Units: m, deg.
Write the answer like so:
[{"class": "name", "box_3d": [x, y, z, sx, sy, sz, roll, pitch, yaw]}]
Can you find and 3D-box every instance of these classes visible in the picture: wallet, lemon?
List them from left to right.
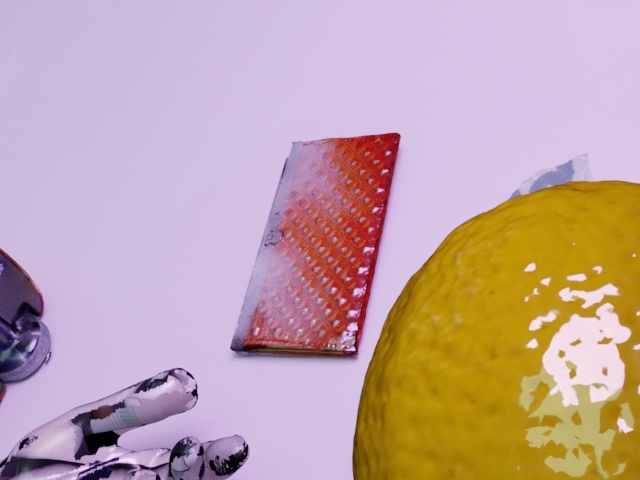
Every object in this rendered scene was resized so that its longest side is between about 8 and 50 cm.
[{"class": "wallet", "box_3d": [0.000, 0.000, 0.784, 0.103, 0.020, 0.197, -1, 57, 25]}, {"class": "lemon", "box_3d": [0.137, 0.103, 0.507, 0.267, 0.267, 0.267, -12, 53, 17]}]

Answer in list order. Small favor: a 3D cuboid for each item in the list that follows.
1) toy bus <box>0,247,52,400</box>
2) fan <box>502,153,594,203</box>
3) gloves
[{"class": "toy bus", "box_3d": [-0.345, 0.145, 0.763, 0.153, 0.143, 0.329, 6, 61, 28]}, {"class": "fan", "box_3d": [0.150, 0.038, 0.696, 0.131, 0.009, 0.240, 0, 57, 25]}, {"class": "gloves", "box_3d": [-0.134, 0.169, 0.675, 0.212, 0.111, 0.128, -11, 29, 21]}]
